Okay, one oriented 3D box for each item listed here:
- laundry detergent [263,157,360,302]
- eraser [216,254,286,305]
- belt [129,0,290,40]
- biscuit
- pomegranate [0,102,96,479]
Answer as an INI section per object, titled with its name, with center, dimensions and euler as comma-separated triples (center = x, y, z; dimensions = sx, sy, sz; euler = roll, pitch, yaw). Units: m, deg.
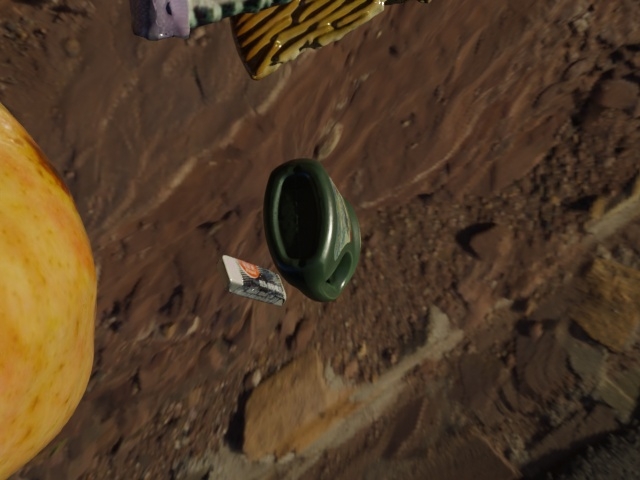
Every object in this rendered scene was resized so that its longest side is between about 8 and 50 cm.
[laundry detergent]
center = 0.000, 0.000, 1.149
dimensions = 0.078, 0.222, 0.144
euler = -7, 75, 10
[eraser]
center = -0.054, 0.033, 0.851
dimensions = 0.019, 0.099, 0.027
euler = -31, 66, 20
[belt]
center = -0.030, -0.242, 0.527
dimensions = 0.206, 0.161, 0.295
euler = 28, 48, 29
[biscuit]
center = 0.013, -0.235, 0.935
dimensions = 0.176, 0.031, 0.229
euler = 25, 83, -2
[pomegranate]
center = -0.298, 0.042, 0.608
dimensions = 0.342, 0.342, 0.343
euler = 0, 93, -1
